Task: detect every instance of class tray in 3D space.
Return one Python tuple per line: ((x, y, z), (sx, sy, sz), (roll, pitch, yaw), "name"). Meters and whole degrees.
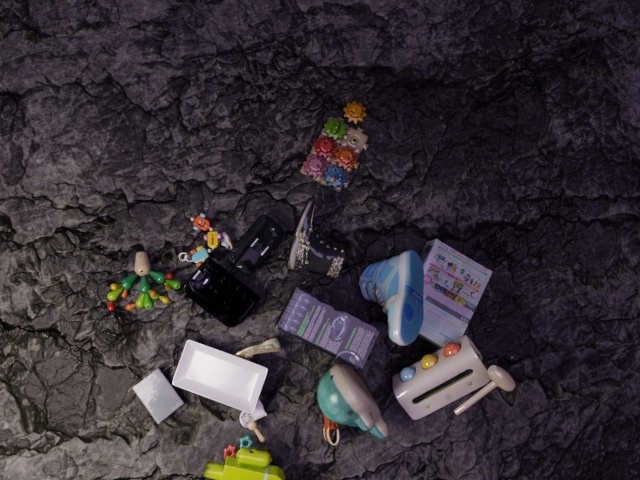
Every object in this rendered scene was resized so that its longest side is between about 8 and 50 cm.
((-0.305, 0.414, 1.260), (0.271, 0.030, 0.145), (18, 83, 6), "tray")

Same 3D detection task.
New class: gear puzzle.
((0.078, -0.346, 1.444), (0.176, 0.044, 0.338), (28, 79, -2), "gear puzzle")

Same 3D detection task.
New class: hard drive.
((-0.492, 0.472, 1.254), (0.094, 0.022, 0.135), (-37, 87, -11), "hard drive")

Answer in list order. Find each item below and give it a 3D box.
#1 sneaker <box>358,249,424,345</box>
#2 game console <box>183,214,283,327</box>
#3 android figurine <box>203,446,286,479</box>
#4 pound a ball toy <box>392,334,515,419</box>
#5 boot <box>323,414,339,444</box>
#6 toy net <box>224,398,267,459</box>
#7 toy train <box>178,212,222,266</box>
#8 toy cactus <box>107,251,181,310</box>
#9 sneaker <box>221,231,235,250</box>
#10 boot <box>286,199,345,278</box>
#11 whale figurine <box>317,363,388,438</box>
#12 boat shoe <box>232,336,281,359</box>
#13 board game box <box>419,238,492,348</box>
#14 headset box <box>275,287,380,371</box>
((0.206, 0.188, 1.282), (0.127, 0.208, 0.318), (47, 43, -31), "sneaker")
((-0.245, 0.084, 1.320), (0.213, 0.044, 0.361), (42, 72, -15), "game console")
((-0.212, 0.724, 1.196), (0.273, 0.056, 0.248), (14, 99, -8), "android figurine")
((0.372, 0.402, 1.213), (0.319, 0.208, 0.135), (-35, 97, 15), "pound a ball toy")
((0.037, 0.548, 1.275), (0.059, 0.084, 0.157), (-3, 80, -6), "boot")
((-0.226, 0.598, 1.257), (0.122, 0.045, 0.232), (4, 79, -4), "toy net")
((-0.383, 0.003, 1.335), (0.125, 0.046, 0.166), (22, 84, 14), "toy train")
((-0.552, 0.123, 1.273), (0.219, 0.112, 0.180), (-14, 73, 0), "toy cactus")
((-0.306, 0.013, 1.351), (0.037, 0.032, 0.083), (-28, 83, 6), "sneaker")
((0.000, 0.001, 1.360), (0.179, 0.085, 0.236), (17, 86, -6), "boot")
((0.094, 0.501, 1.237), (0.141, 0.216, 0.272), (-37, 114, 0), "whale figurine")
((-0.200, 0.351, 1.294), (0.153, 0.056, 0.048), (-17, 79, -17), "boat shoe")
((0.398, 0.181, 1.372), (0.224, 0.097, 0.303), (31, 80, -2), "board game box")
((-0.001, 0.256, 1.234), (0.283, 0.246, 0.131), (28, 78, -3), "headset box")
